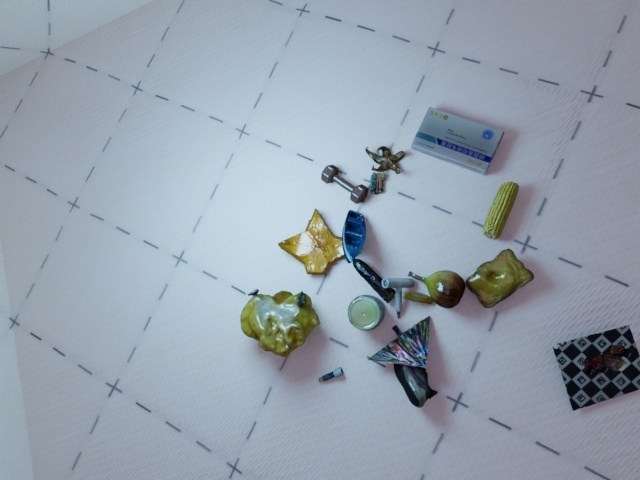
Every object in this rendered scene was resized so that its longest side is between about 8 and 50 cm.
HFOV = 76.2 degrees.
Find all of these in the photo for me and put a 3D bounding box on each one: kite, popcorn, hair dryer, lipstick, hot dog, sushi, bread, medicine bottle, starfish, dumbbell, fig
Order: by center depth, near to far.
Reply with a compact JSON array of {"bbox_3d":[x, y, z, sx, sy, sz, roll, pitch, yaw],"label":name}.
[{"bbox_3d":[1.045,0.470,1.543,0.290,0.050,0.264,-19,90,6],"label":"sushi"},{"bbox_3d":[0.717,0.156,1.654,0.233,0.088,0.160,-36,70,6],"label":"bread"},{"bbox_3d":[0.354,0.436,1.658,0.321,0.016,0.234,-35,43,-4],"label":"kite"},{"bbox_3d":[0.483,0.169,1.670,0.231,0.160,0.143,46,135,19],"label":"fig"},{"bbox_3d":[0.193,0.300,1.707,0.147,0.143,0.147,-2,82,16],"label":"medicine bottle"},{"bbox_3d":[0.408,0.238,1.710,0.137,0.028,0.044,10,77,-11],"label":"hot dog"},{"bbox_3d":[0.316,0.247,1.711,0.044,0.155,0.183,16,99,57],"label":"hair dryer"},{"bbox_3d":[-0.158,0.343,1.737,0.316,0.281,0.297,19,44,42],"label":"popcorn"},{"bbox_3d":[0.041,0.578,1.745,0.116,0.037,0.037,-25,76,11],"label":"lipstick"},{"bbox_3d":[0.284,-0.362,1.840,0.190,0.074,0.146,20,74,13],"label":"starfish"},{"bbox_3d":[0.109,-0.257,1.859,0.231,0.082,0.092,37,90,16],"label":"dumbbell"}]

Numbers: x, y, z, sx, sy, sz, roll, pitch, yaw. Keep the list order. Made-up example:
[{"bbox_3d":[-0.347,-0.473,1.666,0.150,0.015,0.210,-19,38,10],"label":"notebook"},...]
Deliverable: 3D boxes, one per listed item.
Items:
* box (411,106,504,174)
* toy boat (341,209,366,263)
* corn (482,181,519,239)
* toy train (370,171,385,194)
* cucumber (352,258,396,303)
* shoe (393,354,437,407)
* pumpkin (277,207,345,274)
[{"bbox_3d":[0.598,-0.440,1.797,0.343,0.065,0.200,24,85,15],"label":"box"},{"bbox_3d":[0.137,-0.012,1.737,0.096,0.061,0.299,19,43,-9],"label":"toy boat"},{"bbox_3d":[0.749,-0.126,1.700,0.081,0.081,0.248,22,86,15],"label":"corn"},{"bbox_3d":[0.258,-0.258,1.850,0.064,0.044,0.103,4,80,2],"label":"toy train"},{"bbox_3d":[0.223,0.164,1.766,0.067,0.067,0.245,-45,76,1],"label":"cucumber"},{"bbox_3d":[0.382,0.554,1.652,0.112,0.099,0.227,-9,54,-20],"label":"shoe"},{"bbox_3d":[-0.001,0.027,1.825,0.290,0.095,0.258,43,85,13],"label":"pumpkin"}]
